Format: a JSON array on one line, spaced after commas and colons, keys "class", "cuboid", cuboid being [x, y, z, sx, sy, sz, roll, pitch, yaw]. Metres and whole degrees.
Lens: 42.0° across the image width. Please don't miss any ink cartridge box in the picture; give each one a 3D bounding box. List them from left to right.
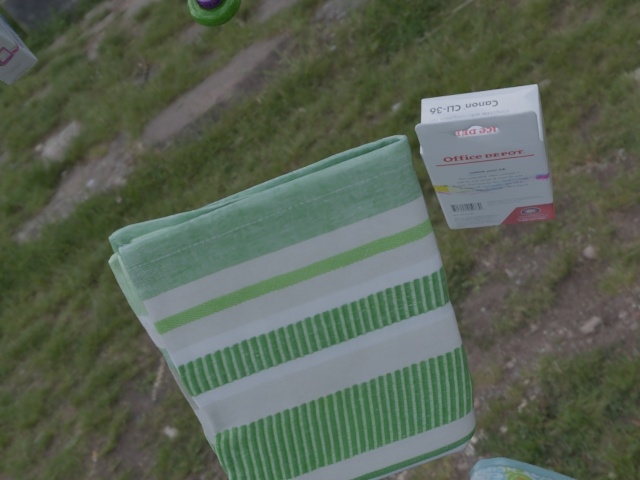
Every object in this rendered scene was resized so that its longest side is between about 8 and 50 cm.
[{"class": "ink cartridge box", "cuboid": [-0.413, -0.253, 1.013, 0.052, 0.088, 0.122, -40, -9, 0]}, {"class": "ink cartridge box", "cuboid": [0.167, -0.088, 0.828, 0.115, 0.198, 0.067, -5, 62, 17]}]

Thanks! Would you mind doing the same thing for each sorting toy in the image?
[{"class": "sorting toy", "cuboid": [-0.097, -0.250, 0.756, 0.061, 0.042, 0.102, 17, 81, 15]}]

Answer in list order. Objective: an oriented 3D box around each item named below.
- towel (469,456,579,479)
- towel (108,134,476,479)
[{"class": "towel", "cuboid": [0.379, 0.434, 1.089, 0.320, 0.374, 0.090, -60, -16, -74]}, {"class": "towel", "cuboid": [-0.004, 0.092, 0.710, 0.247, 0.325, 0.038, -19, 29, 1]}]
